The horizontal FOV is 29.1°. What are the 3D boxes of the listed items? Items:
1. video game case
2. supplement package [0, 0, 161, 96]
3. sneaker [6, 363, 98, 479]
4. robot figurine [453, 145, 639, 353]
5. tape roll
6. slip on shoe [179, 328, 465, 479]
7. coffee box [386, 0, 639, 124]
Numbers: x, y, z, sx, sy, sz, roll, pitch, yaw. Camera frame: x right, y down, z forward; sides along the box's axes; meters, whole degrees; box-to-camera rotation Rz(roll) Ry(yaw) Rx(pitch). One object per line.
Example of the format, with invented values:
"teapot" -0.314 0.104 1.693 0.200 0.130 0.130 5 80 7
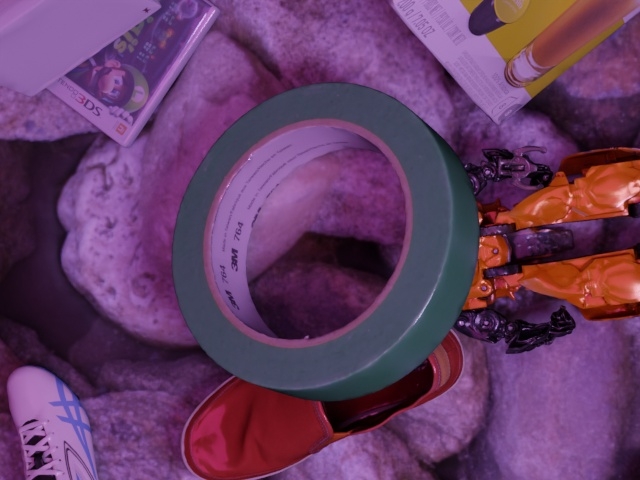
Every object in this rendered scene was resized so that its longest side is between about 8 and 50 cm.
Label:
"video game case" -0.233 -0.231 1.397 0.173 0.022 0.190 37 98 10
"supplement package" -0.319 -0.301 1.331 0.194 0.149 0.203 -31 74 16
"sneaker" -0.299 0.252 1.386 0.085 0.086 0.237 -21 84 14
"robot figurine" 0.252 0.002 1.256 0.291 0.085 0.211 -8 88 12
"tape roll" 0.000 0.000 1.260 0.321 0.077 0.321 -9 71 26
"slip on shoe" -0.007 0.171 1.309 0.331 0.101 0.123 -22 87 14
"coffee box" 0.155 -0.373 1.112 0.334 0.338 0.338 -38 68 11
